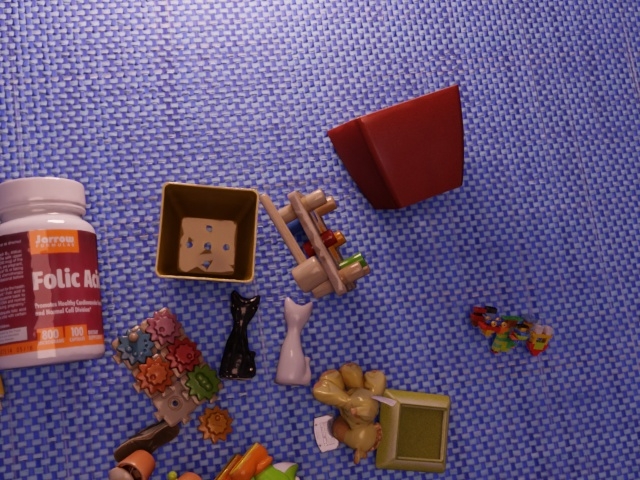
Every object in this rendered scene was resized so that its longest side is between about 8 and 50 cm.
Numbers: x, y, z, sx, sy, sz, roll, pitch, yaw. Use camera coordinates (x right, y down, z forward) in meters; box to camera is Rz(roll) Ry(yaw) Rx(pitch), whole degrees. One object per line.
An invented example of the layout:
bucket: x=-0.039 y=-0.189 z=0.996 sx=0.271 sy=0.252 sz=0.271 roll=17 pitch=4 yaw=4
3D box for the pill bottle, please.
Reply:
pill bottle: x=-0.599 y=0.074 z=1.465 sx=0.224 sy=0.224 sz=0.391 roll=-6 pitch=82 yaw=-11

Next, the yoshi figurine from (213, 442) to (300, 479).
yoshi figurine: x=-0.083 y=0.640 z=1.482 sx=0.362 sy=0.203 sz=0.203 roll=44 pitch=92 yaw=-2

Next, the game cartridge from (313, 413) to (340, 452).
game cartridge: x=0.012 y=0.462 z=1.608 sx=0.056 sy=0.017 sz=0.083 roll=-10 pitch=82 yaw=-15

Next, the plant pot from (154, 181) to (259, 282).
plant pot: x=-0.261 y=-0.001 z=1.556 sx=0.212 sy=0.187 sz=0.212 roll=4 pitch=79 yaw=-9

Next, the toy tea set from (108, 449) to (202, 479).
toy tea set: x=-0.310 y=0.588 z=1.421 sx=0.336 sy=0.124 sz=0.199 roll=21 pitch=115 yaw=12

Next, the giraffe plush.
giraffe plush: x=0.086 y=0.410 z=1.564 sx=0.182 sy=0.210 sz=0.170 roll=-16 pitch=116 yaw=-36

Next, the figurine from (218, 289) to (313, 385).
figurine: x=-0.123 y=0.231 z=1.594 sx=0.215 sy=0.092 sz=0.209 roll=7 pitch=75 yaw=-9

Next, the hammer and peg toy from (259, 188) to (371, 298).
hammer and peg toy: x=0.000 y=0.000 z=1.518 sx=0.127 sy=0.361 sz=0.265 roll=-28 pitch=84 yaw=7

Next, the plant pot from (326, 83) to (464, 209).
plant pot: x=0.203 y=-0.213 z=1.652 sx=0.267 sy=0.267 sz=0.235 roll=-20 pitch=98 yaw=-13

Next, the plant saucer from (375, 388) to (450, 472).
plant saucer: x=0.234 y=0.462 z=1.616 sx=0.188 sy=0.045 sz=0.188 roll=10 pitch=78 yaw=-17

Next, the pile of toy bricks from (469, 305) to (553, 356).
pile of toy bricks: x=0.466 y=0.240 z=1.694 sx=0.212 sy=0.118 sz=0.105 roll=9 pitch=107 yaw=-24

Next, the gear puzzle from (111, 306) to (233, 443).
gear puzzle: x=-0.320 y=0.324 z=1.534 sx=0.175 sy=0.044 sz=0.338 roll=-35 pitch=87 yaw=-34

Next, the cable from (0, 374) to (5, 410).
cable: x=-0.772 y=0.249 z=1.506 sx=0.140 sy=0.072 sz=0.287 roll=-7 pitch=68 yaw=6

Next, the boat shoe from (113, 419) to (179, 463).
boat shoe: x=-0.394 y=0.455 z=1.523 sx=0.152 sy=0.049 sz=0.056 roll=-22 pitch=103 yaw=-17
